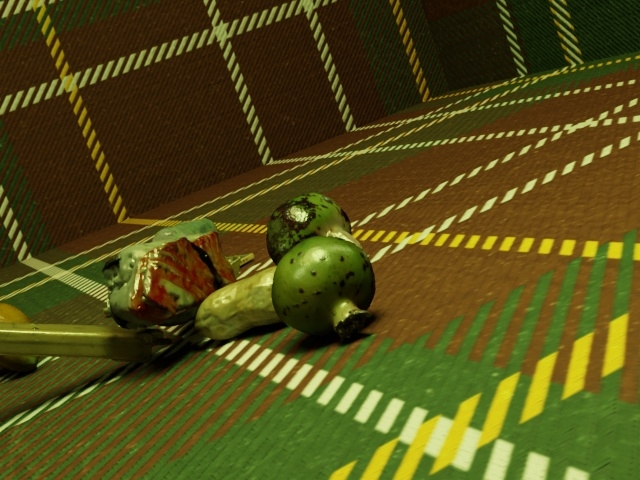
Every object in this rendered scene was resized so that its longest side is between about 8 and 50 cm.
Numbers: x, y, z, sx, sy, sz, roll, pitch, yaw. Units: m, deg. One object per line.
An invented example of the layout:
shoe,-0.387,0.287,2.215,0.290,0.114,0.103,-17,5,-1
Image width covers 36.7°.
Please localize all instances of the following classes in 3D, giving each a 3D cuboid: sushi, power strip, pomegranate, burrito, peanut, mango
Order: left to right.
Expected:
mango,-0.506,0.157,1.556,0.089,0.115,0.165,-43,18,-9
power strip,-0.351,0.135,1.288,0.305,0.044,0.064,4,2,-20
sushi,-0.208,0.057,1.363,0.130,0.124,0.332,-22,-3,17
burrito,-0.297,0.008,2.034,0.144,0.089,0.229,-22,8,3
peanut,-0.088,0.084,1.268,0.174,0.080,0.080,-21,10,11
pomegranate,-0.006,0.007,1.457,0.138,0.163,0.125,-9,-39,-45
pomegranate,0.007,0.059,1.131,0.130,0.130,0.130,-19,10,4

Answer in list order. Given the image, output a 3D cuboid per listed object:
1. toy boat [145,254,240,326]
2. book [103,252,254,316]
toy boat,-0.235,0.070,1.575,0.226,0.088,0.068,-23,10,-15
book,-0.257,0.079,1.764,0.170,0.018,0.242,-8,15,47
